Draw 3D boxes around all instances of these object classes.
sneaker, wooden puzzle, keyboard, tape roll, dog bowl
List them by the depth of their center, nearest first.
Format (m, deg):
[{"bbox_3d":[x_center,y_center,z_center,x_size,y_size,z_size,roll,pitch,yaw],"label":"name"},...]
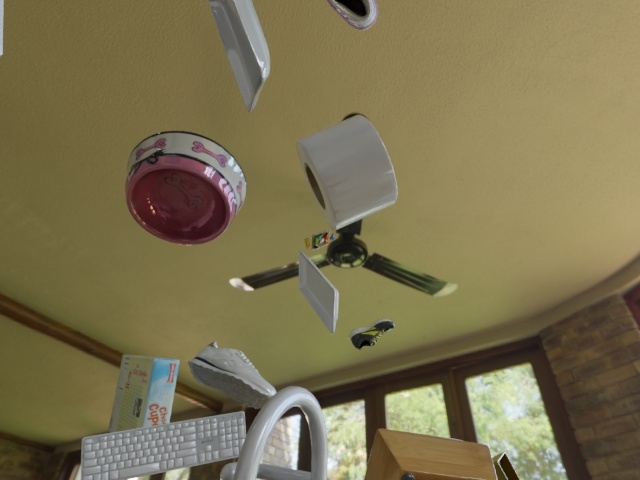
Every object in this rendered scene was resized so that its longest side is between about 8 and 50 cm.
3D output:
[{"bbox_3d":[-0.250,0.341,0.700,0.255,0.072,0.014,-1,-24,-21],"label":"keyboard"},{"bbox_3d":[0.092,0.165,0.735,0.083,0.035,0.031,-22,-47,1],"label":"sneaker"},{"bbox_3d":[0.009,-0.553,0.857,0.282,0.161,0.102,40,-65,-7],"label":"sneaker"},{"bbox_3d":[-0.191,0.301,0.973,0.235,0.095,0.090,19,-56,23],"label":"sneaker"},{"bbox_3d":[0.061,-0.168,1.065,0.169,0.246,0.246,-23,-44,-6],"label":"tape roll"},{"bbox_3d":[0.000,0.000,1.398,0.116,0.014,0.079,-26,-40,-23],"label":"wooden puzzle"},{"bbox_3d":[-0.461,-0.153,1.436,0.407,0.150,0.408,0,-47,0],"label":"dog bowl"}]

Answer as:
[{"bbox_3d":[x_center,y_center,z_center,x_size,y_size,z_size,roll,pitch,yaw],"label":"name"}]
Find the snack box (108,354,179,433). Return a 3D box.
[{"bbox_3d":[-0.415,0.363,0.977,0.060,0.187,0.321,15,-19,-32],"label":"snack box"}]

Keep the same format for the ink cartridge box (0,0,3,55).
[{"bbox_3d":[-0.845,-0.565,0.807,0.166,0.286,0.395,-1,-3,13],"label":"ink cartridge box"}]

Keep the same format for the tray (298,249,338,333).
[{"bbox_3d":[-0.006,0.142,1.246,0.030,0.270,0.145,-8,-65,-21],"label":"tray"}]

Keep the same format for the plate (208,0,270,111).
[{"bbox_3d":[-0.170,-0.438,0.892,0.045,0.277,0.278,-22,-82,-12],"label":"plate"}]

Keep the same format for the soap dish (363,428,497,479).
[{"bbox_3d":[0.181,0.505,0.762,0.228,0.291,0.118,14,1,-12],"label":"soap dish"}]

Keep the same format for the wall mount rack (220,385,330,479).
[{"bbox_3d":[-0.099,0.251,0.210,0.130,0.350,0.304,-4,-20,26],"label":"wall mount rack"}]

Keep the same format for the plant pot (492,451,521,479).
[{"bbox_3d":[0.411,0.562,0.998,0.083,0.082,0.081,-36,-25,25],"label":"plant pot"}]
